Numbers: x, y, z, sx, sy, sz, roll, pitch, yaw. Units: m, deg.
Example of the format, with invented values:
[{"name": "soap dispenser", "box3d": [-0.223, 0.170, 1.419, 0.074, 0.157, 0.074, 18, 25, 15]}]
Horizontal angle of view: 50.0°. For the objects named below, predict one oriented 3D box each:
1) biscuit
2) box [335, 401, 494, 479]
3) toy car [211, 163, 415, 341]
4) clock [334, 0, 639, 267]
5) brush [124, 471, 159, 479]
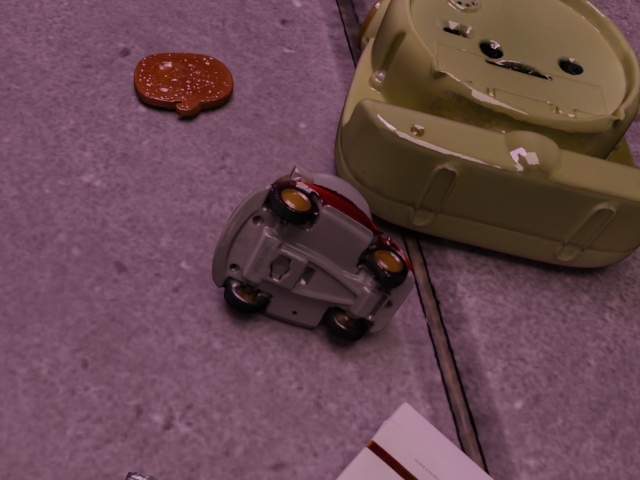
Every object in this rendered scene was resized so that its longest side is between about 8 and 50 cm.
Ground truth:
[{"name": "biscuit", "box3d": [-0.126, -0.143, 0.634, 0.091, 0.015, 0.078, 0, 56, -15]}, {"name": "box", "box3d": [0.037, 0.178, 0.417, 0.084, 0.040, 0.154, 38, 47, 17]}, {"name": "toy car", "box3d": [0.000, 0.000, 0.517, 0.139, 0.112, 0.112, 25, 35, -8]}, {"name": "clock", "box3d": [0.169, -0.152, 0.656, 0.286, 0.117, 0.348, 13, 52, -7]}, {"name": "brush", "box3d": [-0.031, 0.209, 0.402, 0.218, 0.010, 0.082, 21, 52, 0]}]
